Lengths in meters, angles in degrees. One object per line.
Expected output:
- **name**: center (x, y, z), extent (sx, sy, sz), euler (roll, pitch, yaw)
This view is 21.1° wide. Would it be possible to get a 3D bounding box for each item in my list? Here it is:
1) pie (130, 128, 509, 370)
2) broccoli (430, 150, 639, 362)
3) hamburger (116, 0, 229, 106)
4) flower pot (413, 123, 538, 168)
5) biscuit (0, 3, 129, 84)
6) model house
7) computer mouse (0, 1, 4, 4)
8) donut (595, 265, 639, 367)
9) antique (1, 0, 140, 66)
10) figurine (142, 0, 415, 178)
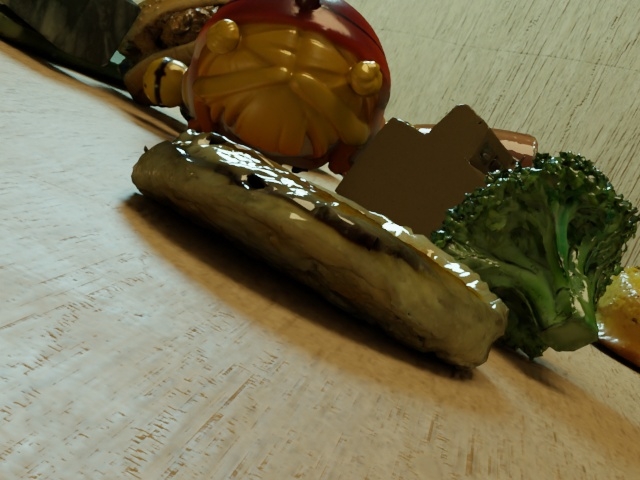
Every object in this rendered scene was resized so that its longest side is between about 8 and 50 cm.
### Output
- **pie**: center (0.000, -0.001, 1.333), extent (0.339, 0.077, 0.339), euler (27, 2, -1)
- **broccoli**: center (0.195, 0.029, 1.527), extent (0.220, 0.194, 0.194), euler (-12, 9, -1)
- **hamburger**: center (-0.162, -0.243, 2.073), extent (0.118, 0.182, 0.191), euler (64, -4, 1)
- **flower pot**: center (0.196, -0.080, 2.428), extent (0.173, 0.190, 0.190), euler (13, 8, -5)
- **biscuit**: center (-0.302, -0.236, 2.135), extent (0.099, 0.038, 0.322), euler (36, 10, 29)
- **model house**: center (0.161, -0.018, 1.869), extent (0.181, 0.176, 0.248), euler (36, -8, 36)
- **computer mouse**: center (-0.398, -0.345, 2.269), extent (0.297, 0.121, 0.184), euler (24, 5, -17)
- **donut**: center (0.432, 0.120, 2.043), extent (0.253, 0.118, 0.253), euler (18, 20, -7)
- **antique**: center (-0.311, -0.291, 2.018), extent (0.183, 0.086, 0.088), euler (39, 11, 29)
- **figurine**: center (-0.034, -0.173, 1.903), extent (0.320, 0.196, 0.323), euler (14, -9, -2)
